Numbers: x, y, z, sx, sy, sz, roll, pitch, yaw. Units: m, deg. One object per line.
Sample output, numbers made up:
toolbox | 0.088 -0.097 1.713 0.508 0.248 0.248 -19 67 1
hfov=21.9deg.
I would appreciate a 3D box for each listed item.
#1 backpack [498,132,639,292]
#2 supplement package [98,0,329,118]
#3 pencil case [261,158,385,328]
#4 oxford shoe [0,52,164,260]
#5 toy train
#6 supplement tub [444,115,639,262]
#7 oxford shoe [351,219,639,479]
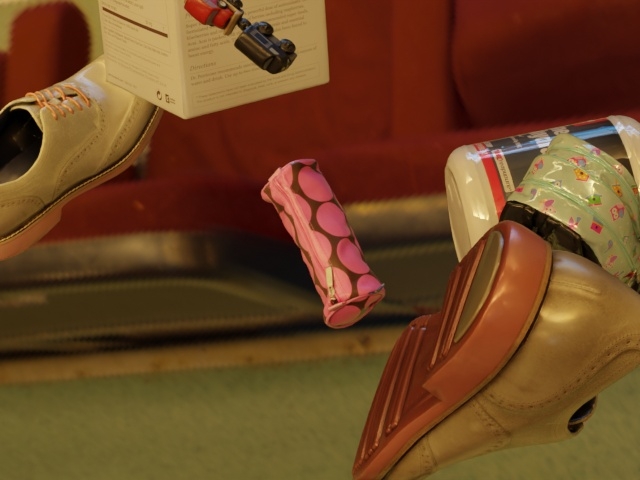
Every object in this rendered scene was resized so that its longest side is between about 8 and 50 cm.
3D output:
backpack | 0.243 -0.018 1.596 0.152 0.182 0.115 23 74 25
supplement package | -0.116 -0.296 1.652 0.177 0.293 0.175 -17 27 -29
pencil case | 0.000 0.000 2.021 0.095 0.098 0.209 -41 67 29
oxford shoe | -0.335 -0.147 2.181 0.140 0.146 0.397 26 61 22
toy train | -0.087 -0.183 1.292 0.158 0.027 0.036 39 42 4
supplement tub | 0.294 -0.040 1.936 0.272 0.191 0.191 -12 58 -3
oxford shoe | 0.112 0.111 1.105 0.130 0.348 0.123 22 64 -6
